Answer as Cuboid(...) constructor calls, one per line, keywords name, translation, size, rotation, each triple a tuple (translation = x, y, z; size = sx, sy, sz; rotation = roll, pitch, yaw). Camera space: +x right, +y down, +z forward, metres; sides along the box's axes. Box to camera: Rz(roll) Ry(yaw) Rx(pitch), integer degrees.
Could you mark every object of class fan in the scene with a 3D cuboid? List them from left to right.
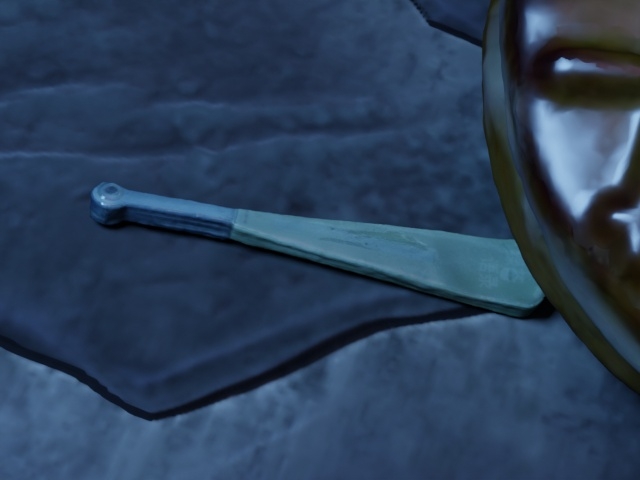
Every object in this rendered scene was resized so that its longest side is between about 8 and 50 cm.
Cuboid(name="fan", translation=(0.000, 0.000, 0.784), size=(0.193, 0.016, 0.038), rotation=(11, 49, -4))

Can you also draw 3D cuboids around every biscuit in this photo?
Cuboid(name="biscuit", translation=(0.204, -0.086, 0.772), size=(0.268, 0.115, 0.366), rotation=(15, 70, 3))
